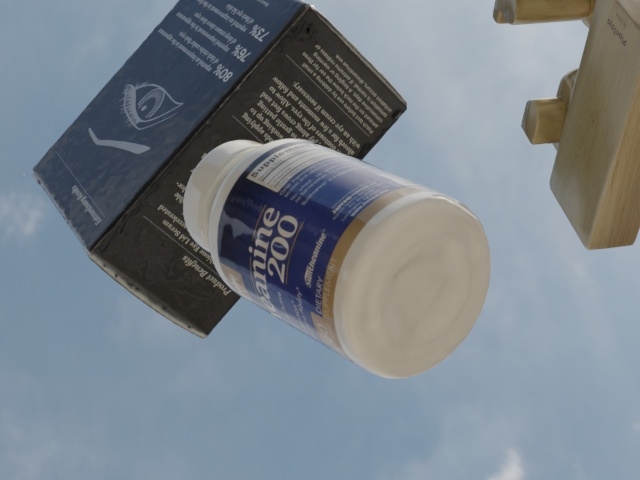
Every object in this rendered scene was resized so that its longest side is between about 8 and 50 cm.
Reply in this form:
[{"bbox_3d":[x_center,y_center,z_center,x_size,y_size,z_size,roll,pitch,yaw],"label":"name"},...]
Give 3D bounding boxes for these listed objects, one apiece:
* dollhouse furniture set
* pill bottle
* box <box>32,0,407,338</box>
[{"bbox_3d":[0.170,-0.103,0.603,0.123,0.151,0.144,-6,-48,-13],"label":"dollhouse furniture set"},{"bbox_3d":[0.000,0.000,0.466,0.067,0.120,0.067,-15,-64,-34],"label":"pill bottle"},{"bbox_3d":[-0.072,-0.066,0.830,0.207,0.153,0.108,-48,-55,2],"label":"box"}]
